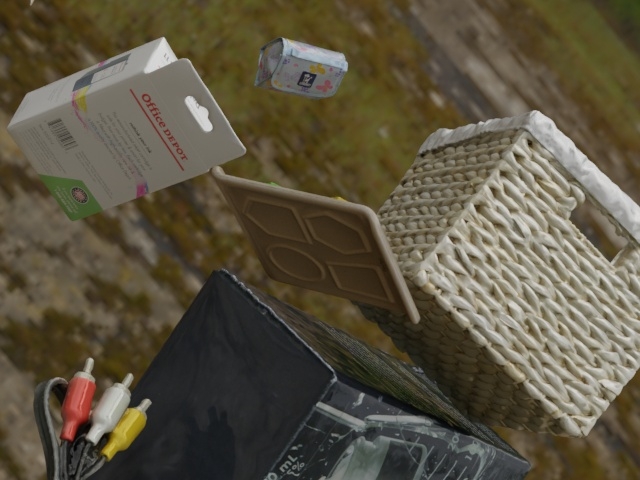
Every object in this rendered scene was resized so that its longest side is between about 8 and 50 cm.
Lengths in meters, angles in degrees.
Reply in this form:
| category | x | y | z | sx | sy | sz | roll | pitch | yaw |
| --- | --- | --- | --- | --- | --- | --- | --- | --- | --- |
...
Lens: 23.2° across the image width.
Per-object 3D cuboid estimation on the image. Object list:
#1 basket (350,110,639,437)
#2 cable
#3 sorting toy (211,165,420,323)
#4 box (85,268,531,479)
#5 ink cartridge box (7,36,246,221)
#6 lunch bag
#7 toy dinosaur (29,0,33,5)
| category | x | y | z | sx | sy | sz | roll | pitch | yaw |
| --- | --- | --- | --- | --- | --- | --- | --- | --- | --- |
| basket | 0.234 | 0.048 | 1.974 | 0.328 | 0.266 | 0.331 | 44 | -14 | -13 |
| cable | -0.290 | 0.263 | 1.830 | 0.139 | 0.072 | 0.287 | 37 | 40 | -22 |
| sorting toy | 0.000 | 0.000 | 1.625 | 0.208 | 0.038 | 0.193 | 18 | -27 | 29 |
| box | -0.051 | 0.363 | 2.111 | 0.472 | 0.480 | 0.297 | 29 | 7 | -45 |
| ink cartridge box | -0.301 | -0.189 | 2.531 | 0.207 | 0.353 | 0.119 | 59 | 27 | -27 |
| lunch bag | -0.020 | -0.169 | 1.539 | 0.071 | 0.083 | 0.053 | 11 | 80 | -21 |
| toy dinosaur | -0.183 | -0.271 | 1.244 | 0.053 | 0.183 | 0.092 | 39 | 8 | 9 |
